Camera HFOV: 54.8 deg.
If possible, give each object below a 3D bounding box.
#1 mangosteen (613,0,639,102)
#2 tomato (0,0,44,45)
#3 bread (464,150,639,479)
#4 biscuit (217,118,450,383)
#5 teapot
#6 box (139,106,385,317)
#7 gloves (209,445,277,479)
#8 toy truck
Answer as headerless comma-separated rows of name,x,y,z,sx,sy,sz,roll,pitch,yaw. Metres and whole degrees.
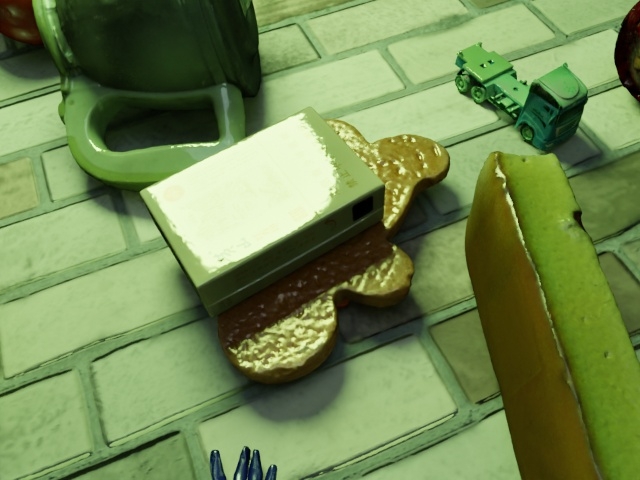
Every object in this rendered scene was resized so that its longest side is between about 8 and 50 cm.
mangosteen,0.443,-0.227,0.712,0.180,0.166,0.166,-11,56,-9
tomato,-0.377,-0.350,0.838,0.195,0.136,0.195,-1,58,2
bread,0.195,0.102,0.508,0.077,0.138,0.362,-3,56,-3
biscuit,0.001,0.002,0.636,0.205,0.049,0.324,15,56,14
teapot,-0.194,-0.225,0.737,0.239,0.322,0.239,-12,16,8
box,-0.055,-0.035,0.606,0.201,0.058,0.141,-30,58,-16
gloves,-0.071,0.211,0.508,0.064,0.026,0.086,7,56,9
toy truck,0.236,-0.192,0.742,0.067,0.081,0.175,-29,60,-19
